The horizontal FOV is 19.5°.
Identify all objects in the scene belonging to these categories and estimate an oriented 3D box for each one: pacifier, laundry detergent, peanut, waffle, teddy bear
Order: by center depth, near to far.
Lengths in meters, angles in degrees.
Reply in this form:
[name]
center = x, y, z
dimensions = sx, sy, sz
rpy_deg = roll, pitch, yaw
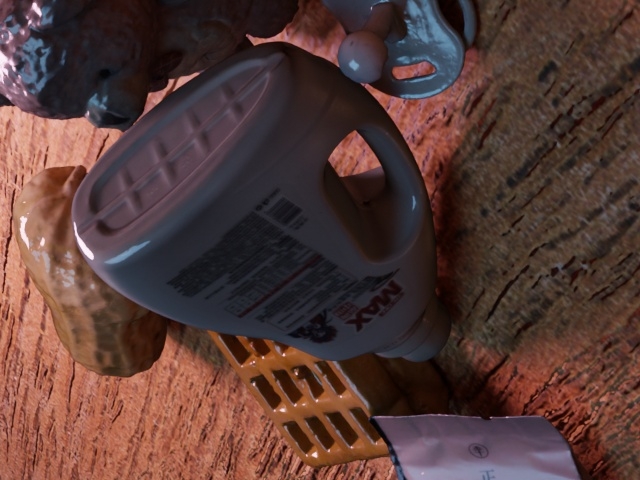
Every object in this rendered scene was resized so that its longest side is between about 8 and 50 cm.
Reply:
[pacifier]
center = 0.055, -0.165, 1.472
dimensions = 0.127, 0.116, 0.150
rpy_deg = -3, 123, 26
[teddy bear]
center = -0.156, -0.185, 1.575
dimensions = 0.151, 0.267, 0.236
rpy_deg = 53, 139, 6
[laundry detergent]
center = 0.000, 0.000, 1.628
dimensions = 0.398, 0.264, 0.125
rpy_deg = 34, -160, -46
[waffle]
center = -0.027, 0.077, 1.899
dimensions = 0.328, 0.098, 0.224
rpy_deg = 54, 149, -11
[peanut]
center = -0.248, 0.047, 2.117
dimensions = 0.159, 0.143, 0.291
rpy_deg = 37, 154, 40

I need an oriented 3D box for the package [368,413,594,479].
[package]
center = 0.178, 0.255, 1.798
dimensions = 0.204, 0.062, 0.251
rpy_deg = -7, 123, 34
